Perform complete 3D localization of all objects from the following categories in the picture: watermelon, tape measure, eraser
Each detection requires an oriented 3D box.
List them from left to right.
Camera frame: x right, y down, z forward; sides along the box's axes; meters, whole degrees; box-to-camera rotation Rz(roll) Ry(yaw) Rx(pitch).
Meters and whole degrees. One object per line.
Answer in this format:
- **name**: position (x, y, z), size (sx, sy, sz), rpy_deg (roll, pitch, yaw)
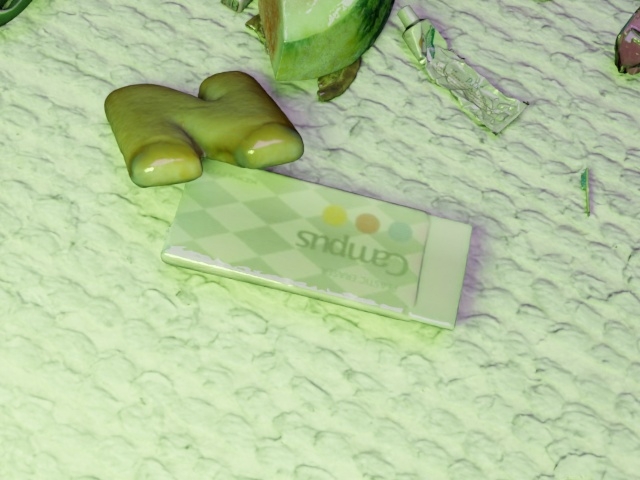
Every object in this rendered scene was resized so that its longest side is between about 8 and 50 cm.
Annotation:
- **eraser**: position (-0.001, 0.000, 1.546), size (0.396, 0.082, 0.213), rpy_deg (14, 57, 0)
- **watermelon**: position (-0.001, -0.379, 1.741), size (0.310, 0.193, 0.232), rpy_deg (-40, 96, -17)
- **tape measure**: position (0.520, -0.323, 1.819), size (0.074, 0.118, 0.125), rpy_deg (40, 78, 14)

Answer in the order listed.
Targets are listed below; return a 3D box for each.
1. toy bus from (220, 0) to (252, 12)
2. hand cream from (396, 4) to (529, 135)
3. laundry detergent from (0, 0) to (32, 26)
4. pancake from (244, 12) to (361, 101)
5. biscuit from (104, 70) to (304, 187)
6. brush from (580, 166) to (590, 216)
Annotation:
- **toy bus**: position (-0.108, -0.418, 1.823), size (0.052, 0.037, 0.131), rpy_deg (34, 59, 10)
- **hand cream**: position (0.207, -0.268, 1.774), size (0.084, 0.050, 0.257), rpy_deg (-37, 76, -25)
- **laundry detergent**: position (-0.491, -0.378, 1.696), size (0.144, 0.078, 0.222), rpy_deg (23, 74, 16)
- **pancake**: position (-0.029, -0.299, 1.770), size (0.190, 0.020, 0.184), rpy_deg (14, 57, -2)
- **biscuit**: position (-0.167, -0.161, 1.567), size (0.236, 0.062, 0.291), rpy_deg (-10, 28, -13)
- **brush**: position (0.395, -0.072, 1.697), size (0.013, 0.016, 0.084), rpy_deg (1, 56, 6)
